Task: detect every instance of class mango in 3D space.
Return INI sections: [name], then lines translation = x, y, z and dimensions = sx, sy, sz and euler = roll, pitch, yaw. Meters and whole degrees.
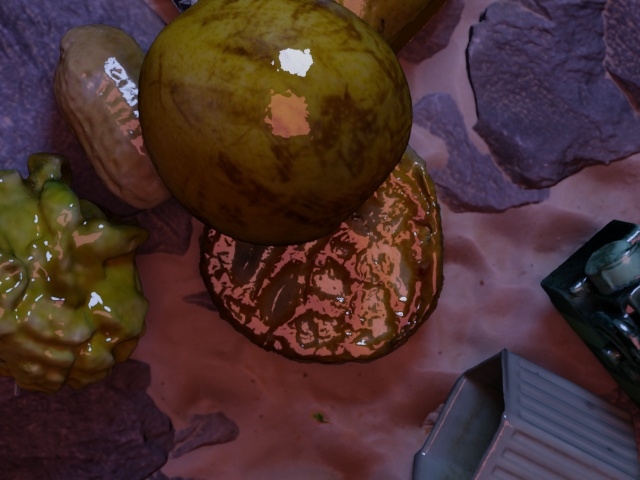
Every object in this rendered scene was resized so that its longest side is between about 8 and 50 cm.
[mango]
translation = 0.072, -0.308, 1.174
dimensions = 0.262, 0.130, 0.167
euler = -42, 98, -10

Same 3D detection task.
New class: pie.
[pie]
translation = 0.000, 0.000, 1.220
dimensions = 0.315, 0.092, 0.315
euler = 0, 94, 0

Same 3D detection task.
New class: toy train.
[toy train]
translation = 0.406, 0.111, 1.190
dimensions = 0.167, 0.238, 0.299
euler = -40, 100, -1

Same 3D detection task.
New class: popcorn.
[popcorn]
translation = -0.317, 0.038, 1.130
dimensions = 0.257, 0.224, 0.270
euler = -10, 82, -27

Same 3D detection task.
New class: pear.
[pear]
translation = -0.051, -0.129, 1.043
dimensions = 0.280, 0.281, 0.281
euler = -1, 96, -5

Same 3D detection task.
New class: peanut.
[peanut]
translation = -0.221, -0.146, 1.166
dimensions = 0.129, 0.129, 0.224
euler = -27, 96, -2

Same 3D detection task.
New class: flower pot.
[flower pot]
translation = 0.238, 0.269, 1.205
dimensions = 0.189, 0.239, 0.209
euler = 27, 62, -9

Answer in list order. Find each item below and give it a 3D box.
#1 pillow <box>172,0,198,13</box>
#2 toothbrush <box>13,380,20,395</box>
[pillow]
translation = -0.118, -0.306, 1.195
dimensions = 0.141, 0.055, 0.208
euler = -40, 99, -9
[toothbrush]
translation = -0.364, 0.122, 1.235
dimensions = 0.011, 0.013, 0.131
euler = 3, 93, -11
